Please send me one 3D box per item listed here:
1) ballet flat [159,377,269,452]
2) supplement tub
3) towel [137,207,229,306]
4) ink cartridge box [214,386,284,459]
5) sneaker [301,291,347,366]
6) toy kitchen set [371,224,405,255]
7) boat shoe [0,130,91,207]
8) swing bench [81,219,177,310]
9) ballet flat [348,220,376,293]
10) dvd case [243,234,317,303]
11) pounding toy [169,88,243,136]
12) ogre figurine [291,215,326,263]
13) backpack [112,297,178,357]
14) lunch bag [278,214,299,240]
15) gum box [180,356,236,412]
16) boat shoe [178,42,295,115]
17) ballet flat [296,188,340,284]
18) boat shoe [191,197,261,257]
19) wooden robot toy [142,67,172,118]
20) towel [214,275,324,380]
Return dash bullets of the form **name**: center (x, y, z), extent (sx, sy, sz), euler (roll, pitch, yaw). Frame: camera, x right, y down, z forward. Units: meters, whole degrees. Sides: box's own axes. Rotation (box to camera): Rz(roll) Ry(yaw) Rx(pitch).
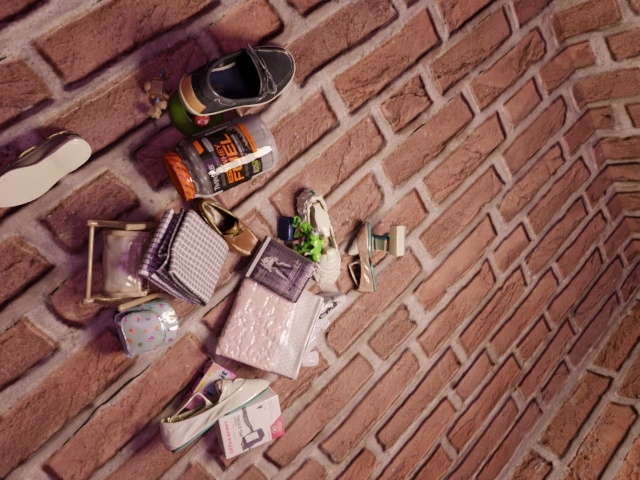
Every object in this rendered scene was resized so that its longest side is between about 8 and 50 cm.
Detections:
- **ballet flat**: center (-0.369, 0.565, 1.480), extent (0.400, 0.139, 0.139), euler (-29, 108, -22)
- **supplement tub**: center (-0.330, -0.273, 1.419), extent (0.338, 0.207, 0.207), euler (-30, 109, -22)
- **towel**: center (-0.415, 0.057, 1.360), extent (0.284, 0.121, 0.235), euler (61, 39, -57)
- **ink cartridge box**: center (-0.274, 0.688, 1.620), extent (0.237, 0.100, 0.172), euler (-14, 101, -26)
- **sneaker**: center (-0.034, 0.360, 1.695), extent (0.365, 0.137, 0.210), euler (-28, 109, -17)
- **toy kitchen set**: center (0.324, -0.014, 1.795), extent (0.166, 0.207, 0.122), euler (-5, 99, -28)
- **boat shoe**: center (-0.820, -0.211, 1.233), extent (0.305, 0.091, 0.109), euler (-40, 149, -16)
- **swing bench**: center (-0.577, 0.069, 1.335), extent (0.254, 0.165, 0.254), euler (-1, 97, -69)
- **ballet flat**: center (0.170, 0.077, 1.788), extent (0.106, 0.107, 0.316), euler (-5, 99, 8)
- **dvd case**: center (-0.145, 0.106, 1.560), extent (0.221, 0.018, 0.165), euler (30, 84, -5)
- **pounding toy**: center (-0.380, -0.451, 1.427), extent (0.236, 0.110, 0.183), euler (-34, 111, -20)
- **ogre figurine**: center (-0.046, 0.013, 1.586), extent (0.096, 0.118, 0.197), euler (-8, 112, -46)
- **backpack**: center (-0.563, 0.280, 1.399), extent (0.188, 0.144, 0.166), euler (-18, 98, -28)
- **lunch bag**: center (-0.116, -0.048, 1.636), extent (0.065, 0.067, 0.099), euler (-5, 103, -43)
- **gum box**: center (-0.411, 0.539, 1.552), extent (0.107, 0.062, 0.188), euler (39, 78, -26)
- **boat shoe**: center (-0.235, -0.544, 1.416), extent (0.500, 0.156, 0.187), euler (-38, 113, -41)
- **ballet flat**: center (0.000, 0.000, 1.670), extent (0.146, 0.147, 0.409), euler (-22, 107, -24)
- **boat shoe**: center (-0.322, -0.035, 1.508), extent (0.307, 0.104, 0.111), euler (39, 75, -27)
- **wooden robot toy**: center (-0.536, -0.483, 1.380), extent (0.079, 0.076, 0.173), euler (12, 90, 7)
- **towel**: center (-0.180, 0.304, 1.558), extent (0.316, 0.053, 0.332), euler (21, 72, -1)
